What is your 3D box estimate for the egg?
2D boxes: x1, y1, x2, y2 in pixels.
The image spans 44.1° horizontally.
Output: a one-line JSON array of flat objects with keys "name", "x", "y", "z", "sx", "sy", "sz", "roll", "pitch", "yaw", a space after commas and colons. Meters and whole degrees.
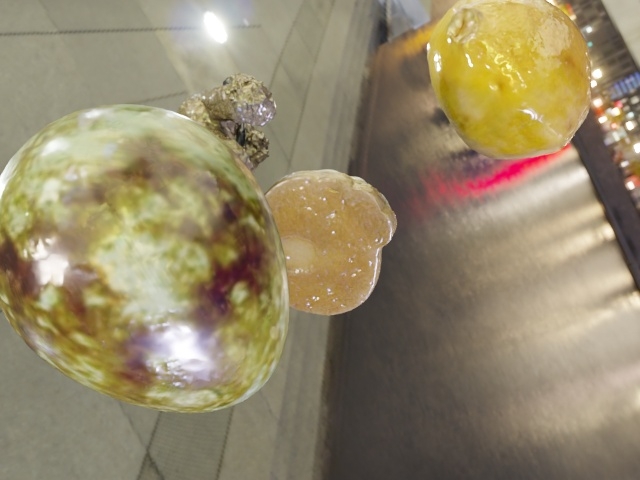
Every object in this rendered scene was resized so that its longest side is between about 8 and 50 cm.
[{"name": "egg", "x": -0.149, "y": 0.023, "z": 0.686, "sx": 0.289, "sy": 0.238, "sz": 0.238, "roll": 58, "pitch": 20, "yaw": -7}]

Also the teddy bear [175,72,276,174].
[{"name": "teddy bear", "x": -0.128, "y": -0.143, "z": 1.042, "sx": 0.129, "sy": 0.181, "sz": 0.251, "roll": 22, "pitch": -6, "yaw": -2}]

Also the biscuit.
[{"name": "biscuit", "x": 0.000, "y": 0.000, "z": 1.017, "sx": 0.049, "sy": 0.181, "sz": 0.208, "roll": -58, "pitch": 163, "yaw": -54}]

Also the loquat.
[{"name": "loquat", "x": 0.222, "y": -0.188, "z": 0.914, "sx": 0.234, "sy": 0.176, "sz": 0.187, "roll": 37, "pitch": 51, "yaw": -39}]
